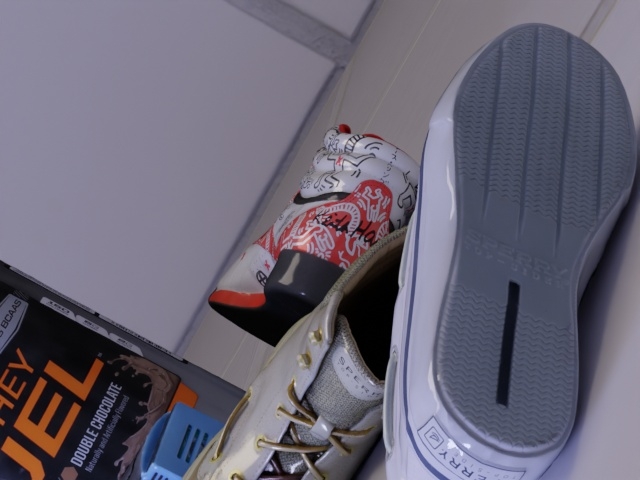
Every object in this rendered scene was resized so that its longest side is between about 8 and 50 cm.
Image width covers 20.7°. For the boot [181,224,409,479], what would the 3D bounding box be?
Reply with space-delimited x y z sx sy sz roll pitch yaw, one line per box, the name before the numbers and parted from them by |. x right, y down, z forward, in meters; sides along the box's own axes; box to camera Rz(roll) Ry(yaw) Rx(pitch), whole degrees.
boot | -0.006 0.099 0.884 0.213 0.077 0.165 -61 6 -29

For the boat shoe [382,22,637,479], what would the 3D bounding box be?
boat shoe | 0.060 0.008 0.657 0.076 0.083 0.226 -55 9 45

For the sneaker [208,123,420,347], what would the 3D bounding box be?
sneaker | 0.001 0.001 1.293 0.145 0.090 0.270 -62 8 -14

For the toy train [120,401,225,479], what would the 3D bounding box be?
toy train | -0.083 0.184 1.015 0.184 0.105 0.080 -58 6 31

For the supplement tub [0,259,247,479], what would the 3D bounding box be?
supplement tub | -0.208 0.137 1.210 0.207 0.338 0.207 -61 5 9
